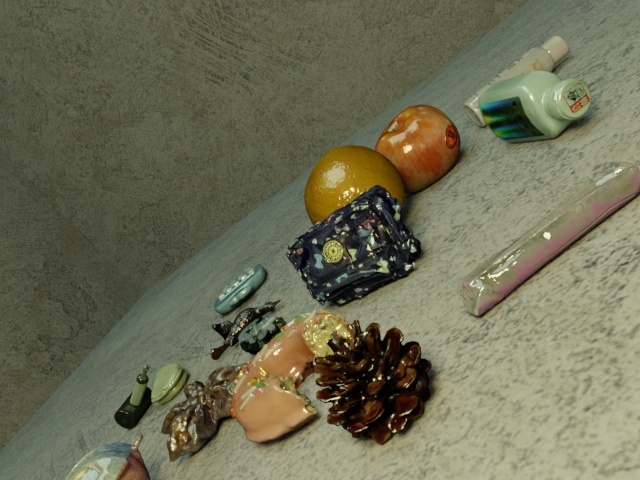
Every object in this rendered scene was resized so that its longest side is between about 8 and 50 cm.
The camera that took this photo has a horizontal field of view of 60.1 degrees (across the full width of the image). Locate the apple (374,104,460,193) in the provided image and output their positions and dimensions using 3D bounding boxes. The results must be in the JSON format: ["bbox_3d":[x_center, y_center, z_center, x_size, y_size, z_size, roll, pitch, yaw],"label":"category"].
[{"bbox_3d":[0.222,-0.215,1.283,0.209,0.164,0.209,-39,15,13],"label":"apple"}]

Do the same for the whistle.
[{"bbox_3d":[-0.366,0.455,0.844,0.142,0.134,0.346,-24,30,42],"label":"whistle"}]

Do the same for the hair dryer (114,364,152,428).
[{"bbox_3d":[-0.428,0.355,1.319,0.197,0.057,0.100,-62,0,34],"label":"hair dryer"}]

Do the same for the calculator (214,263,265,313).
[{"bbox_3d":[-0.242,0.144,1.667,0.188,0.042,0.303,-40,13,-3],"label":"calculator"}]

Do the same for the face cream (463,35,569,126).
[{"bbox_3d":[0.474,-0.387,1.332,0.269,0.082,0.082,-39,13,7],"label":"face cream"}]

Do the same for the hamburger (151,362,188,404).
[{"bbox_3d":[-0.358,0.339,1.330,0.084,0.054,0.121,-34,17,9],"label":"hamburger"}]

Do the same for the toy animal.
[{"bbox_3d":[-0.174,0.196,1.301,0.202,0.070,0.105,-34,24,5],"label":"toy animal"}]

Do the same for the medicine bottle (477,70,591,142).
[{"bbox_3d":[0.387,-0.242,1.004,0.083,0.121,0.229,-41,13,-5],"label":"medicine bottle"}]

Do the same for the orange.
[{"bbox_3d":[0.072,-0.093,1.188,0.236,0.236,0.236,-38,13,11],"label":"orange"}]

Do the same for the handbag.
[{"bbox_3d":[0.055,0.021,1.001,0.260,0.162,0.113,-30,3,36],"label":"handbag"}]

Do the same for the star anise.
[{"bbox_3d":[-0.203,0.292,0.999,0.212,0.073,0.197,-42,15,-19],"label":"star anise"}]

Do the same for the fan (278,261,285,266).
[{"bbox_3d":[0.001,0.001,1.523,0.310,0.010,0.182,-32,15,21],"label":"fan"}]

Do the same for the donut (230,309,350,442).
[{"bbox_3d":[-0.053,0.203,0.853,0.199,0.085,0.233,-31,14,39],"label":"donut"}]

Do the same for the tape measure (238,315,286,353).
[{"bbox_3d":[-0.125,0.195,1.143,0.091,0.054,0.094,-42,14,-35],"label":"tape measure"}]

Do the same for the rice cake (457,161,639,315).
[{"bbox_3d":[0.280,-0.003,0.679,0.270,0.049,0.055,-39,-9,4],"label":"rice cake"}]

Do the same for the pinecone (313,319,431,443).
[{"bbox_3d":[0.056,0.154,0.631,0.140,0.121,0.140,-34,22,16],"label":"pinecone"}]
